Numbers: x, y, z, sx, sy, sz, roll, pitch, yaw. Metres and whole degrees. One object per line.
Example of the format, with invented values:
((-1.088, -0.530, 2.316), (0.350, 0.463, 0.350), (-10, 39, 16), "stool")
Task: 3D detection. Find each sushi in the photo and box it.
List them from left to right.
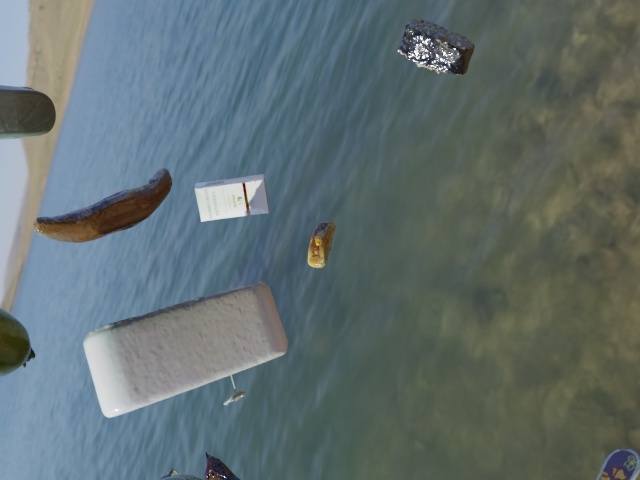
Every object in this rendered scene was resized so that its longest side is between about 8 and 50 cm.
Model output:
((0.239, -0.396, 1.365), (0.090, 0.150, 0.078), (-54, -16, -50), "sushi")

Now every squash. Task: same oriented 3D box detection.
((-0.389, 0.109, 0.729), (0.341, 0.094, 0.095), (70, -152, -75), "squash")

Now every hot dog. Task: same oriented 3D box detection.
((0.000, 0.000, 1.075), (0.030, 0.034, 0.090), (1, 57, 22), "hot dog")

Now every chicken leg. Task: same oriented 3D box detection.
((-0.216, 0.616, 1.625), (0.233, 0.063, 0.105), (21, 89, 37), "chicken leg")

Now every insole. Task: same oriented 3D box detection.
((0.352, 0.349, 0.850), (0.197, 0.004, 0.065), (-50, 21, -13), "insole")

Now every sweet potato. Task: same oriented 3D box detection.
((-0.295, -0.048, 0.978), (0.078, 0.255, 0.058), (25, 127, 24), "sweet potato")

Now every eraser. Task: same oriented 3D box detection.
((-0.263, 0.199, 1.163), (0.331, 0.331, 0.150), (-32, 73, 58), "eraser")

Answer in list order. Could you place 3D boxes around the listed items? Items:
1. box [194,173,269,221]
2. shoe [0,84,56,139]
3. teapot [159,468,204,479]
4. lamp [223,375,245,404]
((-0.195, -0.094, 1.471), (0.040, 0.154, 0.084), (-105, 7, -64), "box")
((-0.439, -0.161, 0.832), (0.078, 0.195, 0.079), (5, 100, 48), "shoe")
((-0.255, 0.496, 1.124), (0.294, 0.193, 0.130), (-118, 6, -75), "teapot")
((-0.249, 0.319, 1.695), (0.050, 0.056, 0.198), (-39, 65, 37), "lamp")
